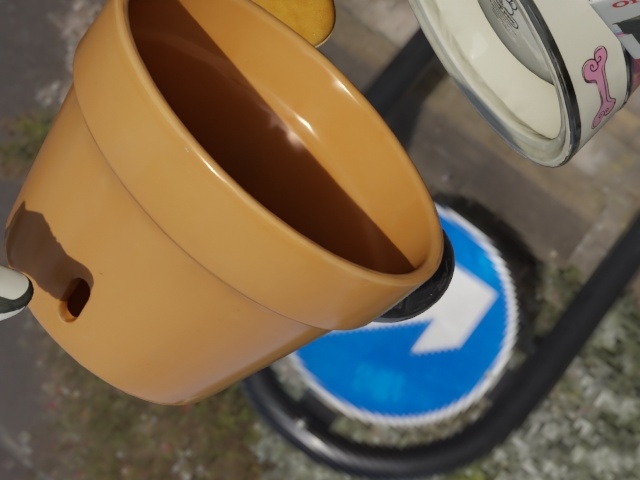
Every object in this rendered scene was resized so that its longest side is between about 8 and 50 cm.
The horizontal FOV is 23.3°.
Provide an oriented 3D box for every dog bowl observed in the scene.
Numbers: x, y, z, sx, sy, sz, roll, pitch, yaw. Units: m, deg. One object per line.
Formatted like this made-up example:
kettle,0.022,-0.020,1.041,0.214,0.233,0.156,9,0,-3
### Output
dog bowl,0.252,-0.300,1.957,0.408,0.150,0.408,56,171,14

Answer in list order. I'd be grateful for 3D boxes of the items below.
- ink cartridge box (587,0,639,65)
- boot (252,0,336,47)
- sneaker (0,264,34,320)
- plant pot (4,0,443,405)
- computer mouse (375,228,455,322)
ink cartridge box,0.268,-0.194,1.129,0.127,0.072,0.175,-15,163,22
boot,-0.063,-0.314,1.531,0.295,0.104,0.211,58,174,-13
sneaker,-0.216,0.015,0.898,0.109,0.040,0.044,17,127,-22
plant pot,-0.085,-0.019,1.102,0.291,0.203,0.291,36,-155,-20
computer mouse,0.000,0.000,1.522,0.272,0.189,0.072,13,-169,-19
